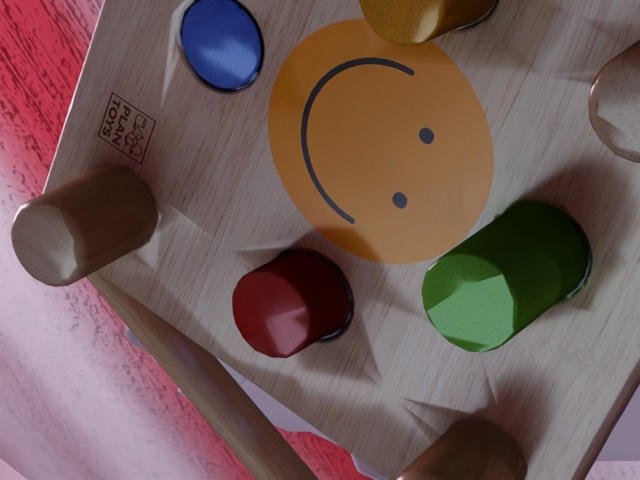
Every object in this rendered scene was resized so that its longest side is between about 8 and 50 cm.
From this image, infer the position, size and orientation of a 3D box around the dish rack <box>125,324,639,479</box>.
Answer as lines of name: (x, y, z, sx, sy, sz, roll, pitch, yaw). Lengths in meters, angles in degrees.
dish rack: (0.087, 0.063, 0.906, 0.333, 0.072, 0.285, -5, 159, 35)

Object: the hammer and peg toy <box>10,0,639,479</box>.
hammer and peg toy: (0.000, 0.000, 0.720, 0.266, 0.127, 0.361, 35, 124, 16)
